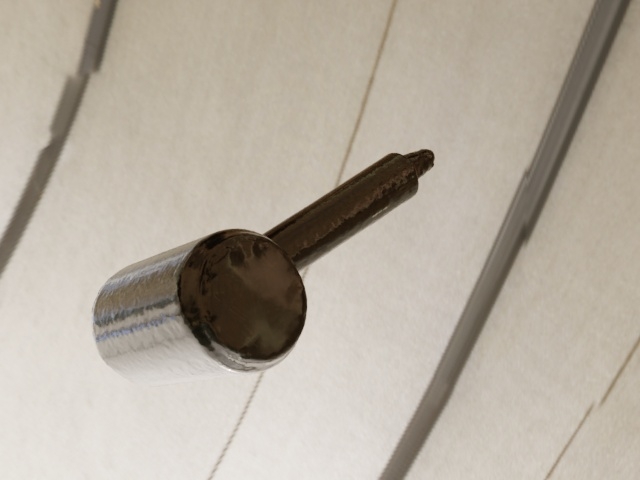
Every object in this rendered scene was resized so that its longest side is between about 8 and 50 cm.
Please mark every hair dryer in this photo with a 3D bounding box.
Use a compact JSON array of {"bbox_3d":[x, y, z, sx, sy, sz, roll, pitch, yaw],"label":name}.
[{"bbox_3d":[-0.001,0.001,0.565,0.248,0.114,0.070,-30,-82,-36],"label":"hair dryer"}]
